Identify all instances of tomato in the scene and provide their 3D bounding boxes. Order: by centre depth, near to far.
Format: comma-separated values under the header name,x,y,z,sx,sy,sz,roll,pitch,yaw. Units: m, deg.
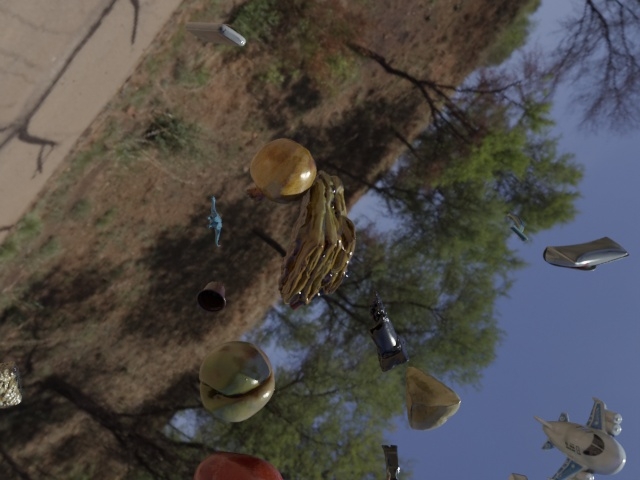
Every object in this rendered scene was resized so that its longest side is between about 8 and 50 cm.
name,x,y,z,sx,sy,sz,roll,pitch,yaw
tomato,-0.147,0.463,1.036,0.187,0.187,0.151,-61,157,-43

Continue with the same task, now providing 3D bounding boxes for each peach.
name,x,y,z,sx,sy,sz,roll,pitch,yaw
peach,-0.304,0.505,2.085,0.247,0.292,0.292,-4,-141,35

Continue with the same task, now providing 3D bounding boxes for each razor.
name,x,y,z,sx,sy,sz,roll,pitch,yaw
razor,0.638,-0.058,1.870,0.037,0.068,0.191,-44,-173,20

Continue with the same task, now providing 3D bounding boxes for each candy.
name,x,y,z,sx,sy,sz,roll,pitch,yaw
candy,-0.745,0.342,1.346,0.095,0.085,0.110,-6,-95,61

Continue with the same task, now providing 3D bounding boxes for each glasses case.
name,x,y,z,sx,sy,sz,roll,pitch,yaw
glasses case,0.910,0.055,1.966,0.128,0.308,0.083,40,-49,55

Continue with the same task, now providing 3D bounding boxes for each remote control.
name,x,y,z,sx,sy,sz,roll,pitch,yaw
remote control,-0.233,-0.457,1.258,0.261,0.067,0.029,35,-81,56

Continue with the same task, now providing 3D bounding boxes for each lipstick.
name,x,y,z,sx,sy,sz,roll,pitch,yaw
lipstick,-0.011,0.188,2.310,0.299,0.081,0.081,-35,-164,23

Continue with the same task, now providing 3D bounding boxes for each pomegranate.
name,x,y,z,sx,sy,sz,roll,pitch,yaw
pomegranate,-0.111,-0.205,1.733,0.207,0.207,0.207,-49,-169,12

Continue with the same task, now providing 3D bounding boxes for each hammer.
name,x,y,z,sx,sy,sz,roll,pitch,yaw
hammer,0.142,0.530,1.198,0.111,0.033,0.288,-88,177,-50

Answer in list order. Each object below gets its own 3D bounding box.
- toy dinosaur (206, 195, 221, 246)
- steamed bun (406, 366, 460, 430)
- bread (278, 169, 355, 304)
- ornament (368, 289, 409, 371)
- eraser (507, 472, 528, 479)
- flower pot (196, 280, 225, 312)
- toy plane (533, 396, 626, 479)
name,x,y,z,sx,sy,sz,roll,pitch,yaw
toy dinosaur,-0.394,-0.068,2.146,0.045,0.198,0.080,-2,-164,11
steamed bun,0.373,0.595,2.060,0.231,0.110,0.213,25,-70,46
bread,0.000,0.000,1.804,0.370,0.191,0.314,-83,-167,-50
ornament,0.207,0.286,1.968,0.106,0.261,0.251,-21,-173,4
eraser,0.509,0.752,1.562,0.095,0.052,0.225,-96,-157,-67
flower pot,-0.402,0.204,2.162,0.111,0.111,0.089,-46,-163,25
toy plane,0.718,0.560,1.591,0.267,0.122,0.267,-43,-158,22
